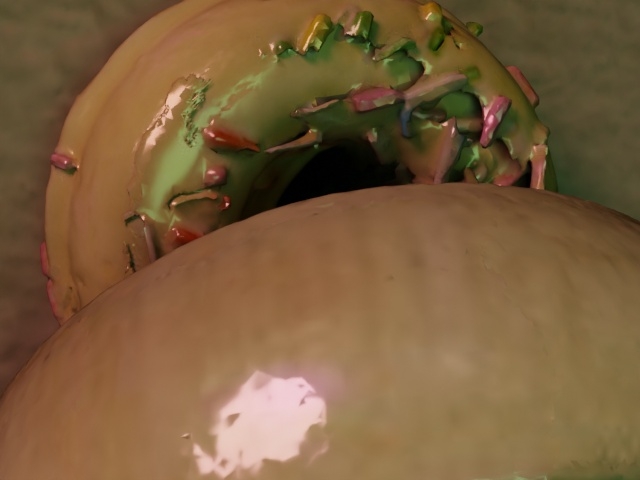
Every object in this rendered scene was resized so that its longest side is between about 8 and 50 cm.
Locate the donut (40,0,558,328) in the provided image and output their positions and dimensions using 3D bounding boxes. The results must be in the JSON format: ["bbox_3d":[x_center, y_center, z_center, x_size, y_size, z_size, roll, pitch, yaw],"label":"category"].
[{"bbox_3d":[0.000,0.000,0.496,0.174,0.068,0.175,-2,98,-16],"label":"donut"}]

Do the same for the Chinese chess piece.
[{"bbox_3d":[0.022,0.099,0.442,0.250,0.101,0.250,-8,135,-8],"label":"Chinese chess piece"}]
